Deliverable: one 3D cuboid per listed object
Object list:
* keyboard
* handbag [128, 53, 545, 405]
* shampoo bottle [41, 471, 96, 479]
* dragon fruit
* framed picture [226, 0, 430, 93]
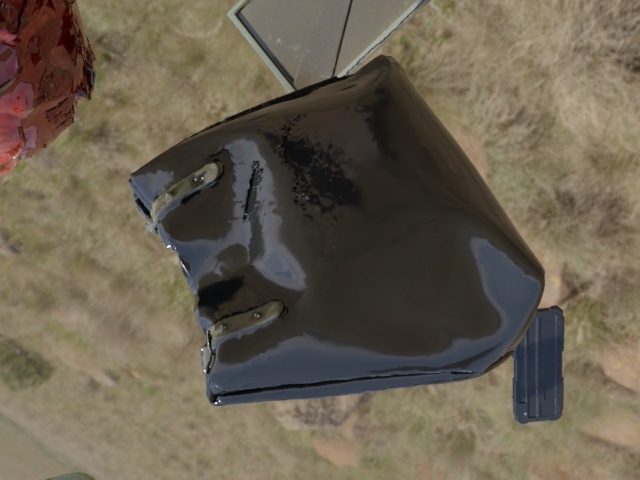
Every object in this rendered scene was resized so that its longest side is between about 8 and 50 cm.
[{"bbox_3d":[0.432,0.251,1.742,0.016,0.106,0.262,-98,2,-68],"label":"keyboard"},{"bbox_3d":[0.000,0.000,0.770,0.152,0.288,0.342,94,156,-49],"label":"handbag"},{"bbox_3d":[-0.393,0.568,1.416,0.222,0.151,0.349,-143,42,-67],"label":"shampoo bottle"},{"bbox_3d":[-0.411,-0.225,1.001,0.295,0.295,0.302,17,147,36],"label":"dragon fruit"},{"bbox_3d":[0.023,-0.356,1.265,0.211,0.289,0.020,53,-165,16],"label":"framed picture"}]
